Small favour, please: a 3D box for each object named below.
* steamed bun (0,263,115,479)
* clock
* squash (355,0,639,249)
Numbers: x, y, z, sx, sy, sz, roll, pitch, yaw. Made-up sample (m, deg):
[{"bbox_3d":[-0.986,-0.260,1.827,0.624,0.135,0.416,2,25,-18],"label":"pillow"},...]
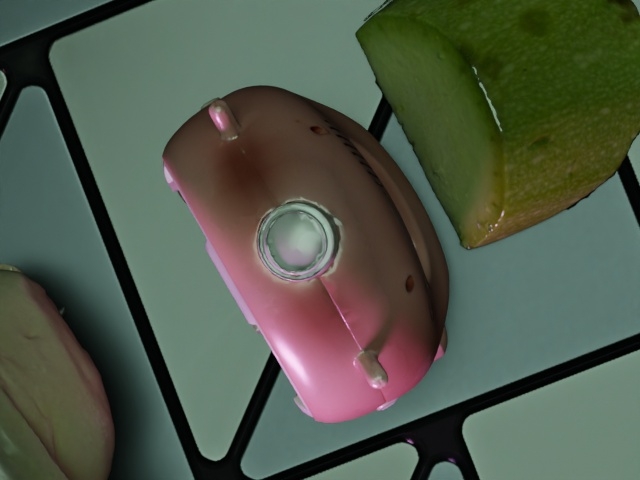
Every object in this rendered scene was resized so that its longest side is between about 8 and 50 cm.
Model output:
[{"bbox_3d":[-0.263,0.180,1.275,0.275,0.206,0.320,-9,85,7],"label":"steamed bun"},{"bbox_3d":[0.000,0.000,1.236,0.142,0.241,0.227,-31,86,1],"label":"clock"},{"bbox_3d":[0.136,-0.112,1.300,0.184,0.085,0.192,-28,88,5],"label":"squash"}]
